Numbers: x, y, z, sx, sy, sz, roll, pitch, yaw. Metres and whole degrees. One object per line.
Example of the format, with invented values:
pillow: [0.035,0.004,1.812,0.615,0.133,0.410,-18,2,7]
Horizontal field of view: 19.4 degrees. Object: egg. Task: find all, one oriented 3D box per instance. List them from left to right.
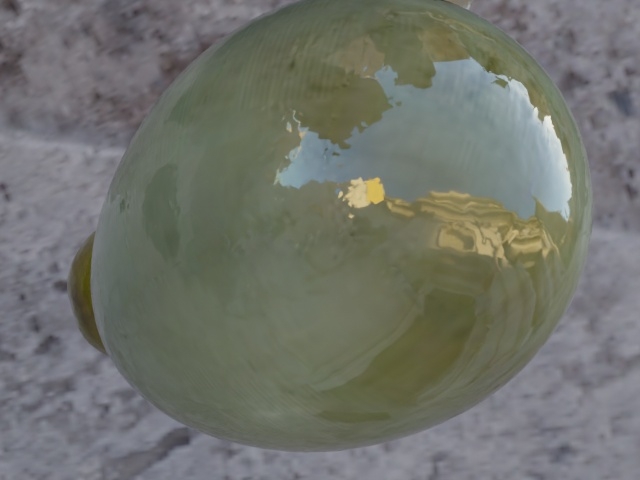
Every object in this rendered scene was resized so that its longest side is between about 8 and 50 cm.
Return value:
egg: [0.000,0.000,0.936,0.218,0.295,0.218,22,52,-31]

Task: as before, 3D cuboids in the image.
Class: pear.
pear: [-0.168,0.045,1.785,0.149,0.162,0.149,0,89,1]

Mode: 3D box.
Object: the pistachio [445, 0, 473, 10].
pistachio: [0.046,-0.213,1.218,0.131,0.129,0.206,-3,100,-11]
